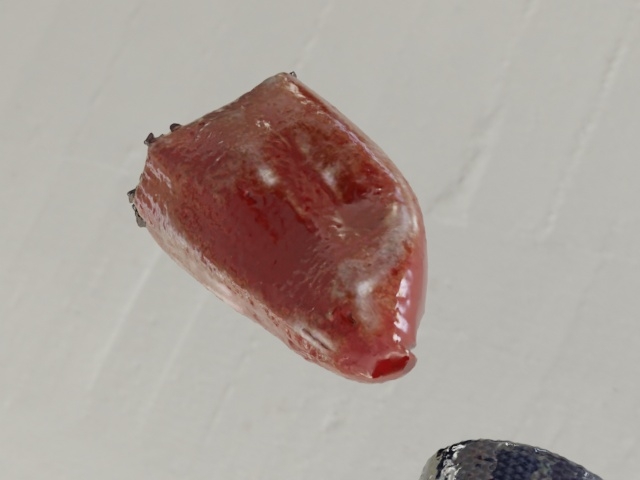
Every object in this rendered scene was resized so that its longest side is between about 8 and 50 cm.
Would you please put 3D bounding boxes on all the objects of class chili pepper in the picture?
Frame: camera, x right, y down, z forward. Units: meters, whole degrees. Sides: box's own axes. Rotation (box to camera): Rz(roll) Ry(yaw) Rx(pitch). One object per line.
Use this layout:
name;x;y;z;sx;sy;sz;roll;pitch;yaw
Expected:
chili pepper;0.000;0.000;1.037;0.253;0.144;0.136;43;-56;43

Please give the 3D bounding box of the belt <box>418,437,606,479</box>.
belt;0.141;0.203;0.901;0.139;0.230;0.126;-38;-161;42
